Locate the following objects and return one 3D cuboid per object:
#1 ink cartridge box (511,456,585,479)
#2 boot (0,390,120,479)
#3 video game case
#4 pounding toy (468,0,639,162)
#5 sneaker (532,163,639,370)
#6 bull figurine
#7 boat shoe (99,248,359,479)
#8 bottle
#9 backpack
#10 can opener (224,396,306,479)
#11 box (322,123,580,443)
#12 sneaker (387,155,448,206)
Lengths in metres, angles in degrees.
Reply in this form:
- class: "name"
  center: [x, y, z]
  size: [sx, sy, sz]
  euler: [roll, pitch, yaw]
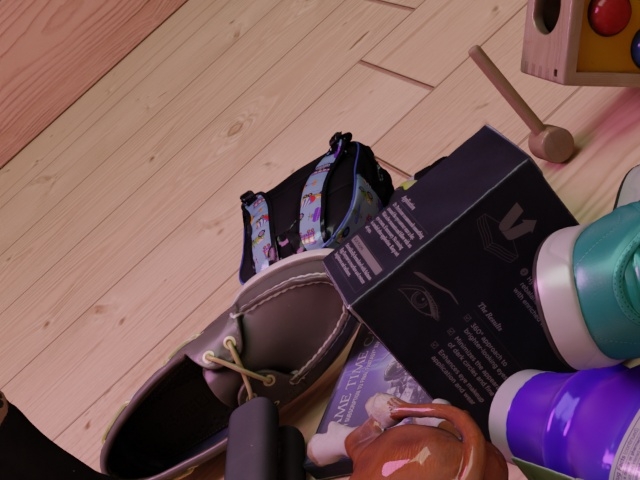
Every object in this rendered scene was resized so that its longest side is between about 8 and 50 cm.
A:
- class: "ink cartridge box"
  center: [0.176, 0.188, 0.636]
  size: [0.062, 0.109, 0.209]
  euler: [-49, 26, -19]
- class: "boot"
  center: [-0.298, 0.293, 0.936]
  size: [0.377, 0.284, 0.138]
  euler: [-45, 25, -11]
- class: "video game case"
  center: [0.122, 0.089, 0.983]
  size: [0.274, 0.026, 0.196]
  euler: [-20, 32, 40]
- class: "pounding toy"
  center: [0.230, -0.164, 1.085]
  size: [0.181, 0.206, 0.094]
  euler: [-1, 16, -19]
- class: "sneaker"
  center: [0.264, -0.011, 0.758]
  size: [0.178, 0.123, 0.295]
  euler: [-16, 7, 34]
- class: "bull figurine"
  center: [0.014, 0.230, 0.747]
  size: [0.310, 0.101, 0.188]
  euler: [-60, 16, 8]
- class: "boat shoe"
  center: [-0.079, 0.123, 1.092]
  size: [0.305, 0.109, 0.091]
  euler: [-40, 5, 23]
- class: "bottle"
  center: [0.211, 0.125, 0.707]
  size: [0.118, 0.092, 0.283]
  euler: [-51, 26, -20]
- class: "backpack"
  center: [0.000, 0.000, 1.194]
  size: [0.158, 0.117, 0.173]
  euler: [-31, 26, 20]
- class: "can opener"
  center: [-0.063, 0.237, 0.942]
  size: [0.095, 0.076, 0.283]
  euler: [-33, 24, 15]
- class: "box"
  center: [0.114, 0.033, 0.869]
  size: [0.158, 0.156, 0.093]
  euler: [-39, 24, 4]
- class: "sneaker"
  center: [0.146, -0.048, 1.103]
  size: [0.097, 0.084, 0.235]
  euler: [-47, 25, -18]
